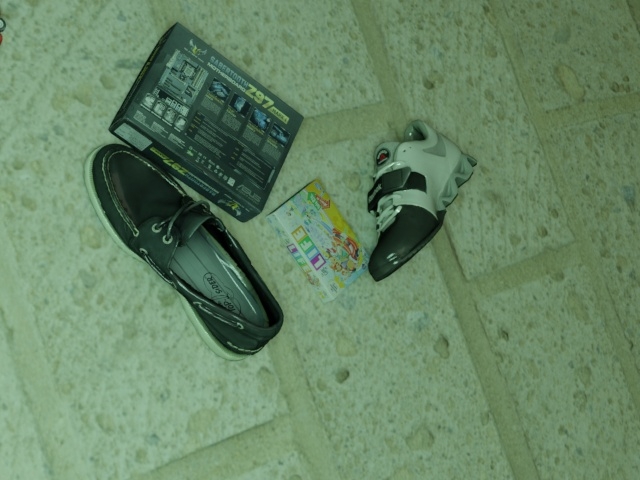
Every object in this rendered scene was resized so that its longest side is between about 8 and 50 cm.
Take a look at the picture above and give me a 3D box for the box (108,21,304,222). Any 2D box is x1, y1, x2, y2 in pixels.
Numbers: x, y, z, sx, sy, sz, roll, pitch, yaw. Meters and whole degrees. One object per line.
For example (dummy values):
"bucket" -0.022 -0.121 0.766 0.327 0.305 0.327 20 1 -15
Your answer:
"box" -0.152 -0.162 1.403 0.233 0.059 0.183 35 57 -22

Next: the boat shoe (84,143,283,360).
"boat shoe" -0.166 0.006 1.301 0.127 0.113 0.340 -38 99 -38

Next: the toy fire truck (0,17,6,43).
"toy fire truck" -0.463 -0.326 1.234 0.135 0.047 0.192 1 74 -36

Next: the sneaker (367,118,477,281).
"sneaker" 0.120 -0.069 1.543 0.146 0.122 0.330 44 41 -9

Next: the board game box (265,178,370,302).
"board game box" 0.000 0.000 1.483 0.103 0.026 0.154 -41 101 -38
